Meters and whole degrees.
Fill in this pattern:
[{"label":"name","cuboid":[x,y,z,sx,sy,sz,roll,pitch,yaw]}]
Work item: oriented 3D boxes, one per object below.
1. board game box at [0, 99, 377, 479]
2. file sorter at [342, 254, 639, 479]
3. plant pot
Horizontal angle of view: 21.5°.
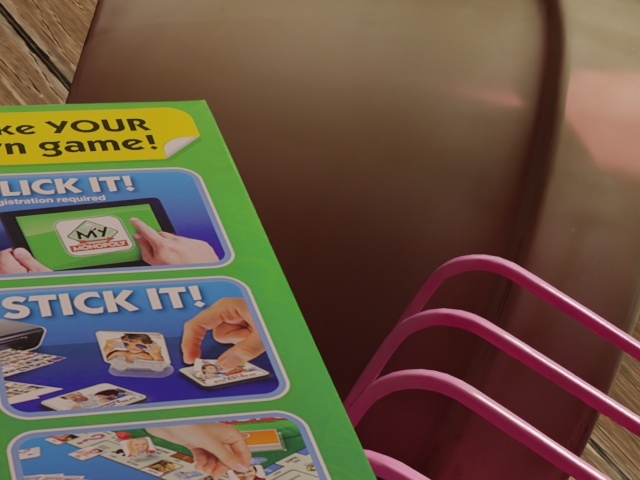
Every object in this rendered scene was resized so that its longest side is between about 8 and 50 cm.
[{"label":"board game box","cuboid":[-0.155,0.044,0.331,0.317,0.046,0.213,-3,34,-17]},{"label":"file sorter","cuboid":[0.058,0.155,0.645,0.202,0.182,0.291,32,24,4]},{"label":"plant pot","cuboid":[-0.005,-0.018,0.899,0.280,0.323,0.323,18,22,-9]}]
